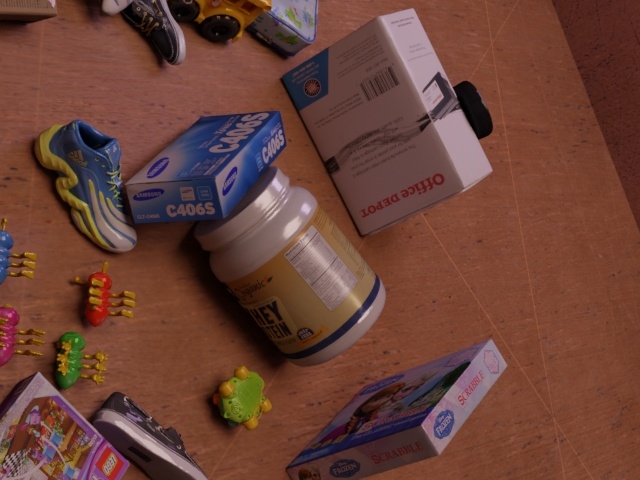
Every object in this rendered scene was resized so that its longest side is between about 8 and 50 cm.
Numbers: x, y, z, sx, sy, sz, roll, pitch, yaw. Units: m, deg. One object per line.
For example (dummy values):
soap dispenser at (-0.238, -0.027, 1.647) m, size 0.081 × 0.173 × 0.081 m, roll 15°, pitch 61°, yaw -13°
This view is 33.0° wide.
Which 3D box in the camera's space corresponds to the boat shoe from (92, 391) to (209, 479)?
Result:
boat shoe at (-0.253, 0.317, 1.681) m, size 0.228 × 0.080 × 0.076 m, roll 40°, pitch 44°, yaw -18°

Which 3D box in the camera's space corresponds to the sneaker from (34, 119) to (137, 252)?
sneaker at (-0.357, -0.091, 1.742) m, size 0.240 × 0.126 × 0.091 m, roll 53°, pitch 39°, yaw -14°

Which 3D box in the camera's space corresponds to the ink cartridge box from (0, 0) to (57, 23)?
ink cartridge box at (-0.536, -0.471, 1.731) m, size 0.193 × 0.088 × 0.235 m, roll -11°, pitch 97°, yaw -51°

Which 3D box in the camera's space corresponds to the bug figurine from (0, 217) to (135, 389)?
bug figurine at (-0.411, 0.101, 1.613) m, size 0.279 × 0.072 × 0.216 m, roll 30°, pitch 55°, yaw -43°

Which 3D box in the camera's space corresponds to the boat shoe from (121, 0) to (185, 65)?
boat shoe at (-0.322, -0.410, 2.028) m, size 0.083 × 0.065 × 0.183 m, roll -11°, pitch 73°, yaw -46°

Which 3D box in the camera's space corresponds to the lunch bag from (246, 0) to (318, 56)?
lunch bag at (-0.084, -0.519, 2.345) m, size 0.176 × 0.090 × 0.219 m, roll 29°, pitch 49°, yaw -36°

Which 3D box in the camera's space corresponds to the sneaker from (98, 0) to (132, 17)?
sneaker at (-0.439, -0.523, 1.912) m, size 0.297 × 0.111 × 0.129 m, roll 41°, pitch 70°, yaw -11°

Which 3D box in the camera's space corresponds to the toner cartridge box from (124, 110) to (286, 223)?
toner cartridge box at (-0.189, -0.134, 1.876) m, size 0.348 × 0.165 × 0.075 m, roll -59°, pitch 141°, yaw -61°

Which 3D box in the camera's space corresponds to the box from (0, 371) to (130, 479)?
box at (-0.409, 0.353, 1.482) m, size 0.201 × 0.057 × 0.293 m, roll 50°, pitch 39°, yaw -17°

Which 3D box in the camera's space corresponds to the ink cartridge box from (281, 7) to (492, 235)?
ink cartridge box at (0.142, -0.247, 2.298) m, size 0.166 × 0.285 × 0.395 m, roll -29°, pitch 93°, yaw -53°

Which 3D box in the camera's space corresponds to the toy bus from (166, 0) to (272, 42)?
toy bus at (-0.192, -0.515, 2.117) m, size 0.220 × 0.211 × 0.149 m, roll 20°, pitch 57°, yaw -41°

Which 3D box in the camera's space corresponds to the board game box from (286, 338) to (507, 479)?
board game box at (0.140, 0.317, 1.946) m, size 0.066 × 0.318 × 0.318 m, roll 60°, pitch 36°, yaw -5°

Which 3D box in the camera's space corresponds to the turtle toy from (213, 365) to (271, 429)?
turtle toy at (-0.135, 0.267, 1.852) m, size 0.095 × 0.066 × 0.130 m, roll 57°, pitch 37°, yaw -9°

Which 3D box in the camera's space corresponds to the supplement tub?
supplement tub at (-0.056, 0.046, 1.940) m, size 0.316 × 0.228 × 0.228 m, roll 51°, pitch 39°, yaw -17°

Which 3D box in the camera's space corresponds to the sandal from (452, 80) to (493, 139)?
sandal at (0.326, -0.283, 2.479) m, size 0.168 × 0.107 × 0.446 m, roll 64°, pitch -8°, yaw -7°
